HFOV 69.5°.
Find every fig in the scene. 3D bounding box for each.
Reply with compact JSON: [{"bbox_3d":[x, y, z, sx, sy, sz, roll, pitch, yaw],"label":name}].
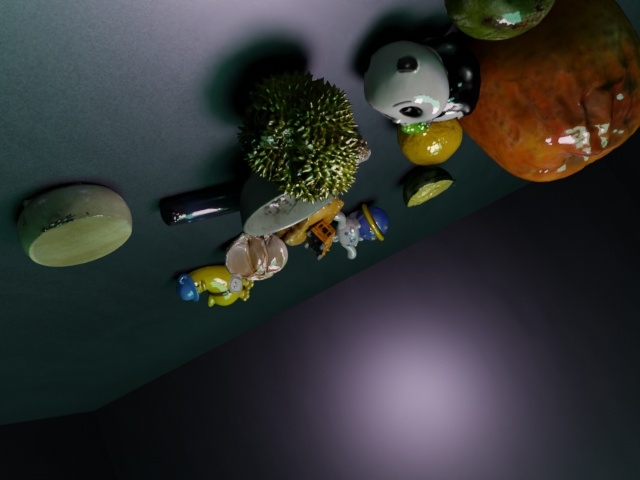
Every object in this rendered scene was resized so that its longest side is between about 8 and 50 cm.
[{"bbox_3d":[0.327,-0.482,0.923,0.203,0.203,0.235,-24,-175,-13],"label":"fig"}]

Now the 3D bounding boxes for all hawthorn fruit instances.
[{"bbox_3d":[0.580,-0.386,1.162,0.471,0.472,0.472,-25,163,-8],"label":"hawthorn fruit"}]

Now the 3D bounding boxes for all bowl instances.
[{"bbox_3d":[-0.099,-0.143,1.217,0.289,0.146,0.289,-26,169,-6],"label":"bowl"}]

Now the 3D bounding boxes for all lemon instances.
[{"bbox_3d":[0.326,-0.319,1.377,0.188,0.189,0.256,-37,163,29],"label":"lemon"}]

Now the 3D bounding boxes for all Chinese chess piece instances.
[{"bbox_3d":[-0.539,-0.033,1.022,0.237,0.092,0.238,-25,164,-8],"label":"Chinese chess piece"}]

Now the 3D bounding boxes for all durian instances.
[{"bbox_3d":[-0.043,-0.221,0.973,0.291,0.291,0.225,-49,-167,50],"label":"durian"}]

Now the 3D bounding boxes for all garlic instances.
[{"bbox_3d":[-0.238,0.047,1.690,0.229,0.178,0.143,-6,-170,-12],"label":"garlic"}]

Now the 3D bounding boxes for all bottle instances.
[{"bbox_3d":[-0.305,-0.096,1.247,0.244,0.082,0.072,-18,117,-34],"label":"bottle"}]

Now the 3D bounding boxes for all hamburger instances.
[{"bbox_3d":[-0.059,-0.105,1.461,0.244,0.163,0.244,-33,164,-11],"label":"hamburger"}]

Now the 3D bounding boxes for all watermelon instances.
[{"bbox_3d":[0.436,-0.237,1.901,0.232,0.127,0.204,-28,164,7],"label":"watermelon"}]

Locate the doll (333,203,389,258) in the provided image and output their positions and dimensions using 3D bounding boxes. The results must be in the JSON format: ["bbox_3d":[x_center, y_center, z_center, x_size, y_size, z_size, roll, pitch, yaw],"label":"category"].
[{"bbox_3d":[0.154,-0.080,1.950,0.242,0.160,0.311,-21,143,22],"label":"doll"}]

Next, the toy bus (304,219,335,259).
[{"bbox_3d":[0.000,0.000,1.467,0.074,0.069,0.162,-43,169,-18],"label":"toy bus"}]

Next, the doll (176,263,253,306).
[{"bbox_3d":[-0.407,0.164,1.794,0.362,0.145,0.200,17,94,-55],"label":"doll"}]

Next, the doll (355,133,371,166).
[{"bbox_3d":[0.056,-0.214,1.348,0.221,0.114,0.105,-56,-158,9],"label":"doll"}]

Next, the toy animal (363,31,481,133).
[{"bbox_3d":[0.231,-0.356,1.070,0.266,0.213,0.213,-21,162,-27],"label":"toy animal"}]
